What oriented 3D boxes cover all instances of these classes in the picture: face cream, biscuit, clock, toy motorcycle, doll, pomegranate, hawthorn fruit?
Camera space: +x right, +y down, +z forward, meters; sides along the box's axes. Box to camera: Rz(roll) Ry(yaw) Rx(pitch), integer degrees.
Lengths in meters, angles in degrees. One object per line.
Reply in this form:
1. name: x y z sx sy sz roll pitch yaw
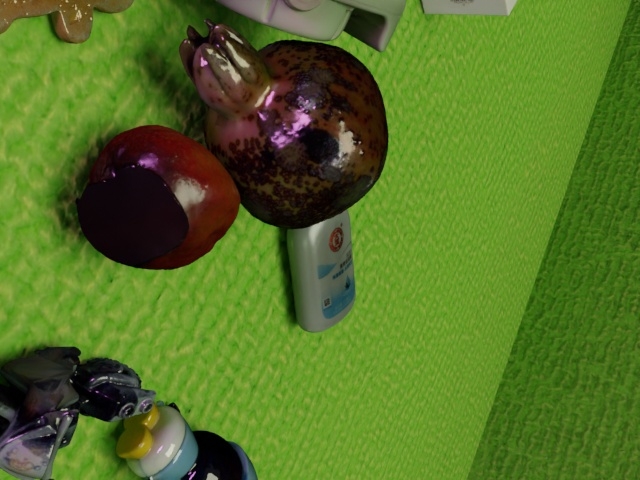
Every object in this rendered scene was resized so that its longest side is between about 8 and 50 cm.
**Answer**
1. face cream: 0.000 0.000 1.297 0.163 0.080 0.337 -33 126 -47
2. biscuit: -0.308 -0.306 0.794 0.234 0.030 0.153 -28 123 -50
3. clock: -0.058 -0.371 0.960 0.324 0.265 0.109 -7 130 -48
4. toy motorcycle: -0.312 0.206 0.833 0.270 0.159 0.106 2 119 -55
5. doll: -0.195 0.371 1.071 0.314 0.141 0.177 55 23 -33
6. pomegranate: -0.060 -0.179 0.967 0.340 0.285 0.285 37 69 -50
7. hawthorn fruit: -0.191 -0.050 0.907 0.251 0.189 0.190 11 91 -60

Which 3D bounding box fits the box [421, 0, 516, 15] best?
1. box: 0.365 -0.630 1.544 0.274 0.203 0.116 -59 143 -29
